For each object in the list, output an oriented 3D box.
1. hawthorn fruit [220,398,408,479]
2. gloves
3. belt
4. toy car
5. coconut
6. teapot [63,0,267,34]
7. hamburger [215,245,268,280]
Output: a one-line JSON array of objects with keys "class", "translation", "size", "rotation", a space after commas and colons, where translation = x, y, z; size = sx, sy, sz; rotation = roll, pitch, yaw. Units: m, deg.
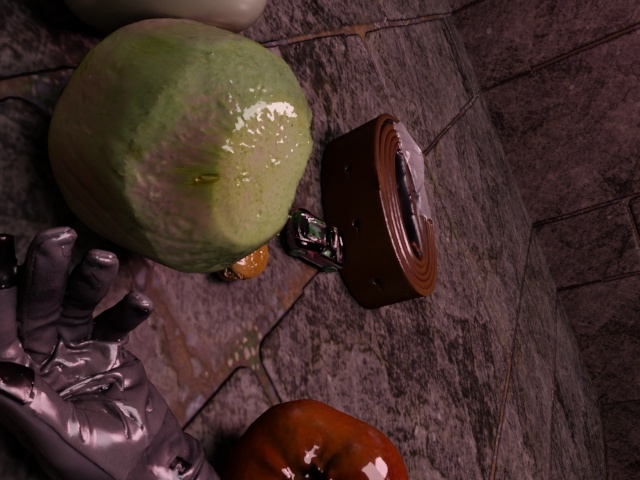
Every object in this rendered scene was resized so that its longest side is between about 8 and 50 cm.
[{"class": "hawthorn fruit", "translation": [-0.001, 0.279, 0.578], "size": [0.225, 0.197, 0.196], "rotation": [75, 16, -52]}, {"class": "gloves", "translation": [-0.169, 0.121, 0.421], "size": [0.142, 0.119, 0.285], "rotation": [-70, 148, -63]}, {"class": "belt", "translation": [0.110, -0.057, 0.986], "size": [0.217, 0.122, 0.338], "rotation": [23, 55, -52]}, {"class": "toy car", "translation": [0.000, 0.000, 0.834], "size": [0.142, 0.055, 0.069], "rotation": [29, 53, -49]}, {"class": "coconut", "translation": [-0.128, -0.083, 0.518], "size": [0.204, 0.236, 0.236], "rotation": [-39, 111, -30]}, {"class": "teapot", "translation": [-0.131, -0.276, 0.515], "size": [0.220, 0.318, 0.149], "rotation": [-10, 102, -34]}, {"class": "hamburger", "translation": [-0.098, 0.012, 0.671], "size": [0.083, 0.044, 0.076], "rotation": [-37, 107, -62]}]
